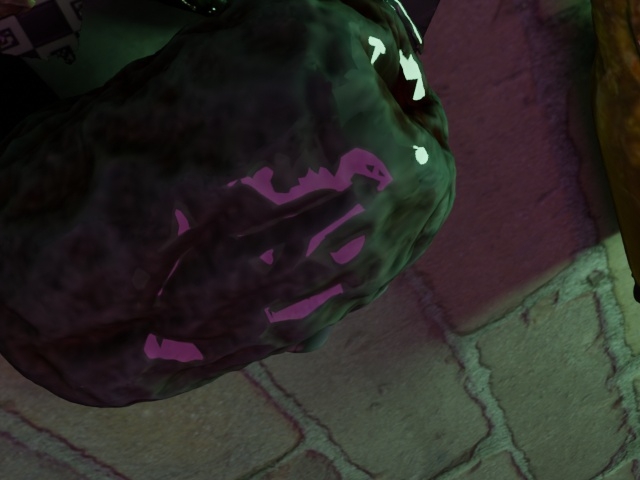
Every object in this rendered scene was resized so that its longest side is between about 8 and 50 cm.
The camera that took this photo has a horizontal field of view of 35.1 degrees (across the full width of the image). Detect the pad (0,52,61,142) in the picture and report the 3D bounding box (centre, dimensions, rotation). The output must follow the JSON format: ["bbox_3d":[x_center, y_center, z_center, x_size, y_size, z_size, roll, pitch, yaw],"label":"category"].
[{"bbox_3d":[-0.298,-0.097,0.594,0.202,0.005,0.300,-33,142,3],"label":"pad"}]

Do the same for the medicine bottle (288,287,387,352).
[{"bbox_3d":[0.000,0.000,0.819,0.119,0.094,0.188,-3,134,-32],"label":"medicine bottle"}]

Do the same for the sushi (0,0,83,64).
[{"bbox_3d":[-0.187,-0.152,0.564,0.120,0.026,0.126,4,131,-23],"label":"sushi"}]

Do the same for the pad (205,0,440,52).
[{"bbox_3d":[0.007,-0.167,0.689,0.157,0.003,0.112,9,129,-21],"label":"pad"}]

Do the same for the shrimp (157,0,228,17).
[{"bbox_3d":[-0.043,-0.197,0.618,0.195,0.035,0.148,7,133,-32],"label":"shrimp"}]

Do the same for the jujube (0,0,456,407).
[{"bbox_3d":[-0.068,-0.026,0.626,0.317,0.226,0.226,-30,143,17],"label":"jujube"}]

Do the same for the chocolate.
[{"bbox_3d":[0.310,-0.086,0.879,0.162,0.162,0.445,-34,140,4],"label":"chocolate"}]
